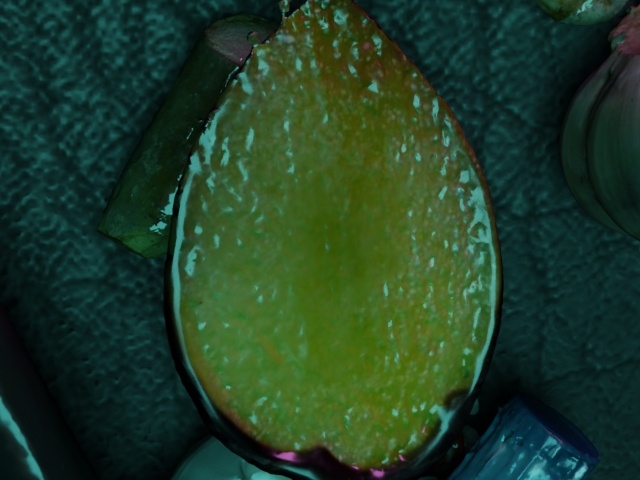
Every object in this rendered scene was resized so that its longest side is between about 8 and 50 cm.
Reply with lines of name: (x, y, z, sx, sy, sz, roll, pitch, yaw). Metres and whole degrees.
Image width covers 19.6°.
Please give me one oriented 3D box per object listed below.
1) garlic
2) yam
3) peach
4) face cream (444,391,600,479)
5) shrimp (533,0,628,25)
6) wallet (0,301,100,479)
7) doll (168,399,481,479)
garlic: (0.207, -0.031, 1.008, 0.131, 0.127, 0.194, 3, 132, 37)
yam: (-0.059, -0.052, 0.996, 0.070, 0.070, 0.146, 27, 100, -12)
peach: (-0.002, 0.001, 0.976, 0.189, 0.068, 0.279, -9, 102, -26)
face cream: (0.033, 0.232, 1.052, 0.336, 0.080, 0.163, -52, 141, 10)
shrimp: (0.120, -0.190, 0.996, 0.091, 0.034, 0.161, -46, 111, -4)
wallet: (-0.237, 0.117, 0.999, 0.228, 0.062, 0.406, -20, 106, 22)
doll: (-0.017, 0.135, 1.051, 0.227, 0.075, 0.102, -16, 116, -13)
